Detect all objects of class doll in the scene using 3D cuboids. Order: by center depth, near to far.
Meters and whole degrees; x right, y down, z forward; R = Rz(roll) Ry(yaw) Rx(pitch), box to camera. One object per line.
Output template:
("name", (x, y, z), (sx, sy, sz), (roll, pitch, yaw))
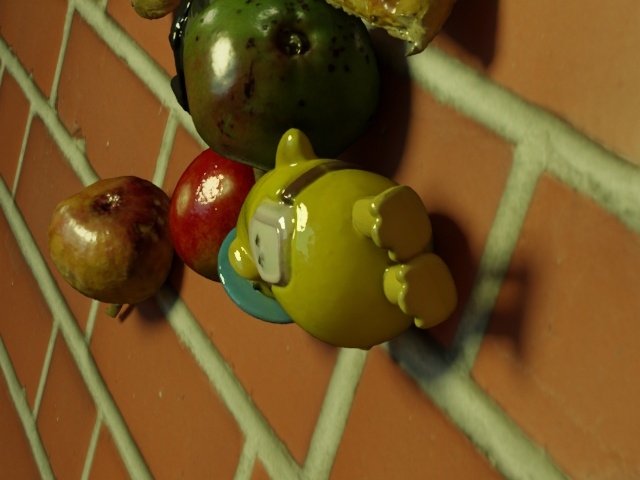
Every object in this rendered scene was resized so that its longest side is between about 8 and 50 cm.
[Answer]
("doll", (0.000, 0.000, 1.085), (0.363, 0.145, 0.199), (2, 113, 66))

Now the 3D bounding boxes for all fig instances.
("fig", (-0.260, 0.031, 1.619), (0.257, 0.159, 0.159), (107, 156, -57))

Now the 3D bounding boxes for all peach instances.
("peach", (-0.093, -0.024, 1.323), (0.118, 0.151, 0.151), (22, -113, -72))

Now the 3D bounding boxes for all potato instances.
("potato", (-0.185, -0.340, 1.596), (0.170, 0.080, 0.107), (122, 143, -47))

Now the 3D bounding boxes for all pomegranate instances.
("pomegranate", (-0.040, -0.133, 1.184), (0.224, 0.181, 0.181), (110, 156, -64))

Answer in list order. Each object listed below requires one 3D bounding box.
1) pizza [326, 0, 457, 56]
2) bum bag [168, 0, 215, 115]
("pizza", (0.031, -0.268, 1.079), (0.197, 0.058, 0.292), (-13, 58, 15))
("bum bag", (-0.089, -0.240, 1.375), (0.340, 0.095, 0.144), (150, 116, -64))
